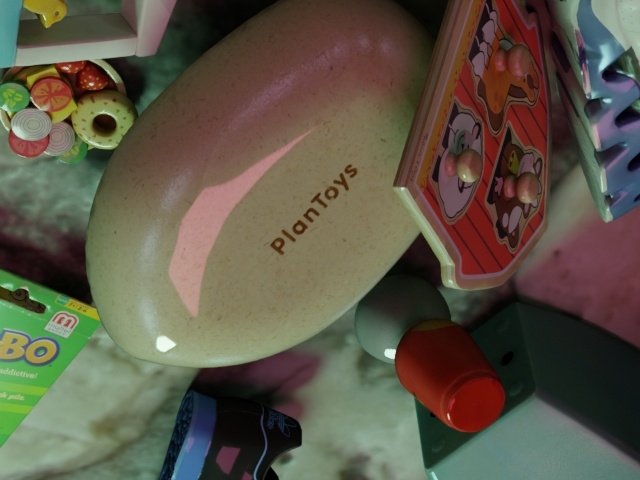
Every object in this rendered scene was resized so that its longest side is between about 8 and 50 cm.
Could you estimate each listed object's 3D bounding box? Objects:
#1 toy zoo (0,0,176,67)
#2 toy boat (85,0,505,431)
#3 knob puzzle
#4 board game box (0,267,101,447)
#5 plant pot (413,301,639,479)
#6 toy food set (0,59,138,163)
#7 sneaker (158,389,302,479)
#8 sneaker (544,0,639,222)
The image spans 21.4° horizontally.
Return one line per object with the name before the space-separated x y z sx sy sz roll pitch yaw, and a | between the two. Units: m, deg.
toy zoo | -0.168 -0.179 0.901 0.293 0.030 0.192 -10 131 -30
toy boat | 0.000 0.000 1.071 0.267 0.148 0.318 -42 125 1
knob puzzle | 0.112 -0.056 1.020 0.030 0.213 0.213 4 138 29
board game box | -0.268 0.105 1.181 0.124 0.039 0.259 25 125 -29
plant pot | 0.186 0.165 1.240 0.165 0.166 0.234 -39 118 22
toy food set | -0.160 -0.082 1.048 0.082 0.020 0.083 -20 131 8
sneaker | -0.084 0.213 1.276 0.090 0.081 0.232 13 126 -12
sneaker | 0.225 -0.158 0.998 0.182 0.127 0.315 -18 138 1
